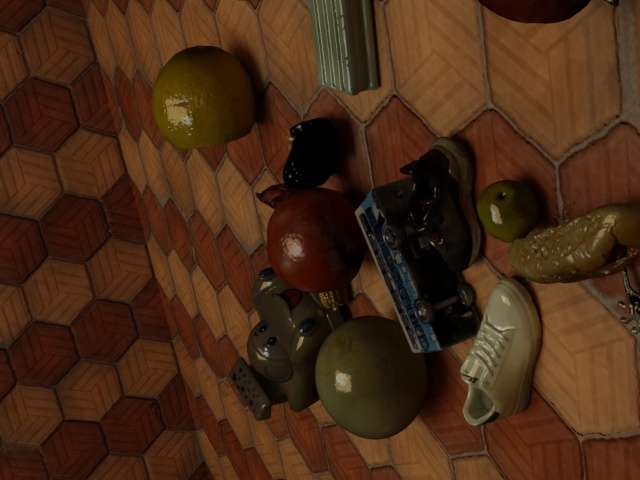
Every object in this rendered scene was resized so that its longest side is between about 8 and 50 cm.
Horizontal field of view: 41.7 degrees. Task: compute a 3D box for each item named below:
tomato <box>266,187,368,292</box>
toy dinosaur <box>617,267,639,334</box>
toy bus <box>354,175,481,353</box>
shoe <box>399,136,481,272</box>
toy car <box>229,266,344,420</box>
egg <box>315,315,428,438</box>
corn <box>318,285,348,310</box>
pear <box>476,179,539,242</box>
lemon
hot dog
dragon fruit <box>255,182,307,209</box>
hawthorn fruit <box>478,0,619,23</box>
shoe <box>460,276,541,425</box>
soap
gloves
[{"bbox_3d":[0.000,0.000,1.655,0.184,0.208,0.208,-3,106,48],"label":"tomato"},{"bbox_3d":[0.412,0.101,1.066,0.180,0.037,0.058,60,159,24],"label":"toy dinosaur"},{"bbox_3d":[0.166,0.047,1.464,0.297,0.106,0.131,68,158,8],"label":"toy bus"},{"bbox_3d":[0.185,-0.048,1.339,0.099,0.112,0.228,26,129,56],"label":"shoe"},{"bbox_3d":[-0.089,0.240,1.995,0.242,0.226,0.336,52,151,36],"label":"toy car"},{"bbox_3d":[0.103,0.276,1.637,0.218,0.218,0.296,48,163,40],"label":"egg"},{"bbox_3d":[0.015,0.053,1.828,0.068,0.068,0.208,12,116,62],"label":"corn"},{"bbox_3d":[0.270,-0.041,1.204,0.092,0.092,0.097,58,178,25],"label":"pear"},{"bbox_3d":[-0.270,-0.335,1.926,0.240,0.240,0.219,27,129,57],"label":"lemon"},{"bbox_3d":[0.337,0.015,1.088,0.242,0.084,0.073,150,120,-64],"label":"hot dog"},{"bbox_3d":[-0.056,-0.090,1.839,0.147,0.096,0.102,34,-177,-35],"label":"dragon fruit"},{"bbox_3d":[0.235,-0.338,0.908,0.250,0.215,0.215,61,154,22],"label":"hawthorn fruit"},{"bbox_3d":[0.277,0.188,1.331,0.095,0.110,0.265,39,144,51],"label":"shoe"},{"bbox_3d":[0.038,-0.362,1.462,0.119,0.066,0.198,31,135,52],"label":"soap"},{"bbox_3d":[-0.023,-0.172,1.691,0.164,0.124,0.203,-64,-1,10],"label":"gloves"}]
